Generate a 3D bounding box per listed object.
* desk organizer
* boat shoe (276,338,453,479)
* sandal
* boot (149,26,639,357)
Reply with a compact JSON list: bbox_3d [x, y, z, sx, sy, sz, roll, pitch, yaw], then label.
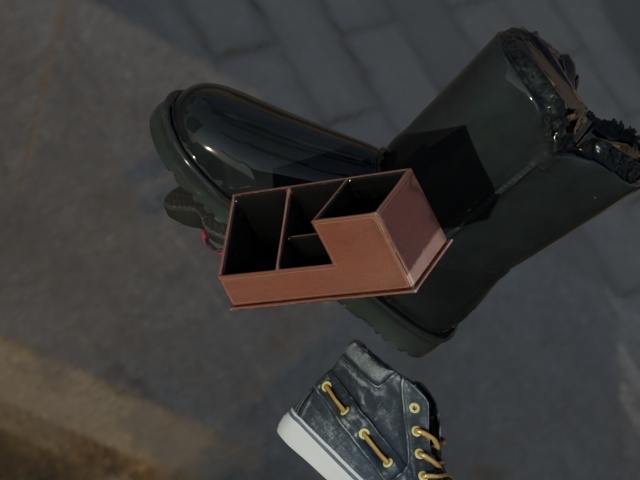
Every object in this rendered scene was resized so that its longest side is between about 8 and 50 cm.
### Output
[{"bbox_3d":[0.000,0.000,1.028,0.047,0.130,0.050,-51,123,-42],"label":"desk organizer"},{"bbox_3d":[0.059,0.142,1.198,0.183,0.083,0.065,40,4,25],"label":"boat shoe"},{"bbox_3d":[-0.064,-0.015,1.421,0.067,0.179,0.040,-28,109,-17],"label":"sandal"},{"bbox_3d":[0.049,-0.062,1.146,0.246,0.207,0.094,38,31,-13],"label":"boot"}]
